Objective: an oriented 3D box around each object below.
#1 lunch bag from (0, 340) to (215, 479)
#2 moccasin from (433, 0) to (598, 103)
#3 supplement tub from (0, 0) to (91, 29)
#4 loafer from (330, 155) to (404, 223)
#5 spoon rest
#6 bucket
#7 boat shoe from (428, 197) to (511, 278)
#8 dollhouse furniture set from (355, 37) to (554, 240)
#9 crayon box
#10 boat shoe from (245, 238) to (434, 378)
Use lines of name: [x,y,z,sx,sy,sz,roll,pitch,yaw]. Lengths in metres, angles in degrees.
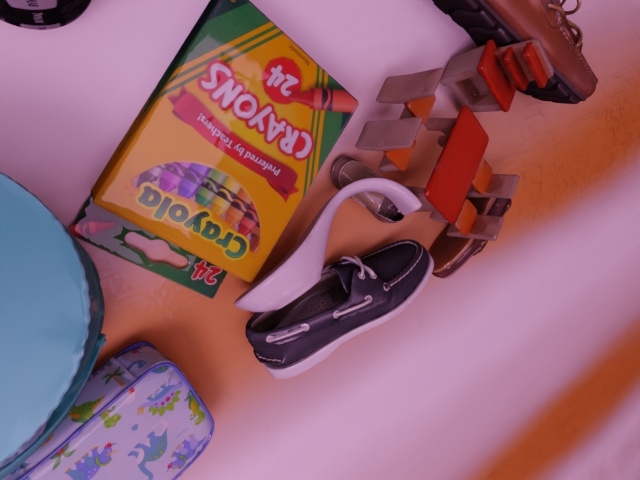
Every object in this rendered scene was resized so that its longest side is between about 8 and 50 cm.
lunch bag: [-0.241,0.244,0.505,0.219,0.090,0.176,-41,128,-31]
moccasin: [0.310,-0.343,0.672,0.380,0.139,0.147,30,96,-22]
supplement tub: [-0.240,-0.239,0.347,0.117,0.190,0.116,-7,105,-27]
loafer: [0.077,-0.074,0.650,0.148,0.050,0.056,32,86,-32]
spoon rest: [0.000,0.000,0.578,0.276,0.137,0.084,-34,91,-14]
bucket: [-0.316,0.064,0.343,0.281,0.183,0.281,4,81,-28]
boat shoe: [0.264,-0.012,0.758,0.073,0.073,0.207,44,81,-29]
dollhouse furniture set: [0.216,-0.153,0.629,0.262,0.135,0.259,35,75,-38]
crayon box: [-0.117,-0.092,0.520,0.202,0.081,0.318,32,87,-32]
boat shoe: [0.035,0.077,0.630,0.303,0.114,0.091,-36,123,-18]
